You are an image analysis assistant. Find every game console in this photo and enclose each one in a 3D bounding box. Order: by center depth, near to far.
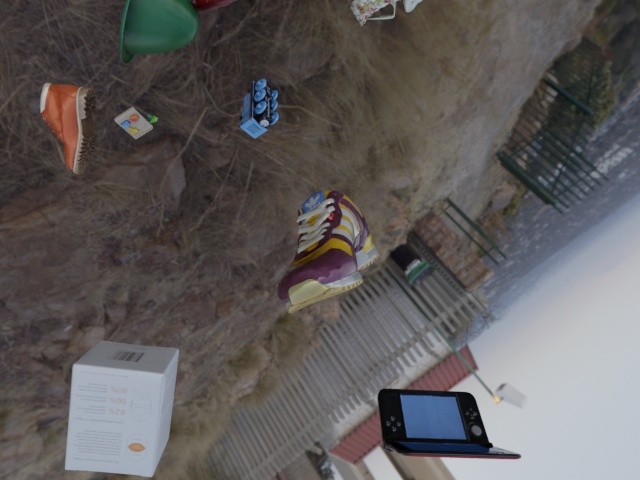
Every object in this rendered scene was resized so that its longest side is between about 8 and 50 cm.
[{"bbox_3d":[0.155,0.231,0.524,0.144,0.124,0.085,4,129,-3],"label":"game console"}]

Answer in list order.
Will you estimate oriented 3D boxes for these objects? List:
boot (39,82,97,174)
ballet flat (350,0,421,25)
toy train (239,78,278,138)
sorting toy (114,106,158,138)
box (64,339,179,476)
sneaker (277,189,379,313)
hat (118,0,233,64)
[{"bbox_3d":[-0.455,-0.200,0.732,0.084,0.059,0.158,10,110,-10],"label":"boot"},{"bbox_3d":[0.197,-0.623,1.055,0.241,0.077,0.091,-6,-151,24],"label":"ballet flat"},{"bbox_3d":[-0.185,-0.398,1.214,0.105,0.184,0.080,-23,145,27],"label":"toy train"},{"bbox_3d":[-0.408,-0.267,0.912,0.083,0.012,0.062,-24,135,16],"label":"sorting toy"},{"bbox_3d":[-0.305,0.258,0.637,0.091,0.130,0.171,-118,-143,-79],"label":"box"},{"bbox_3d":[0.000,0.000,0.359,0.069,0.084,0.185,-23,-178,17],"label":"sneaker"},{"bbox_3d":[-0.210,-0.344,0.675,0.208,0.183,0.173,-5,-113,68],"label":"hat"}]
